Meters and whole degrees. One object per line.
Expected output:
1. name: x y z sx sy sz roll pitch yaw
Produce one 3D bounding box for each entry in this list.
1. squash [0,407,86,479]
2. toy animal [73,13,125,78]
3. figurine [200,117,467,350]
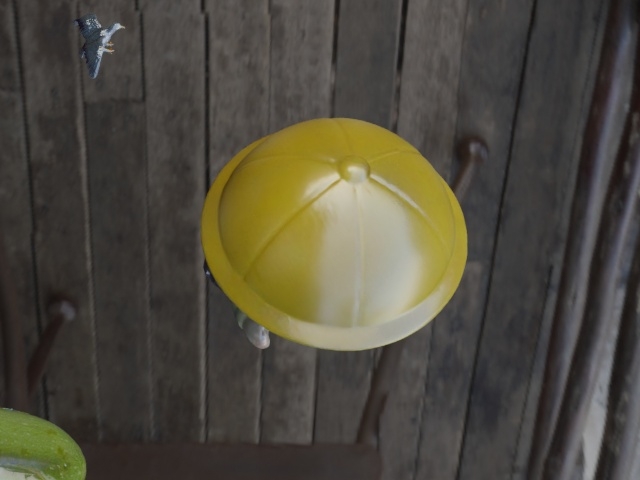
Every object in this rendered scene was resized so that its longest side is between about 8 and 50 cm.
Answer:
1. squash: -0.288 0.135 0.807 0.094 0.094 0.341 -35 142 22
2. toy animal: -0.209 -0.191 1.163 0.050 0.084 0.028 -21 143 -7
3. figurine: -0.002 -0.005 0.922 0.192 0.257 0.167 -27 95 -16
